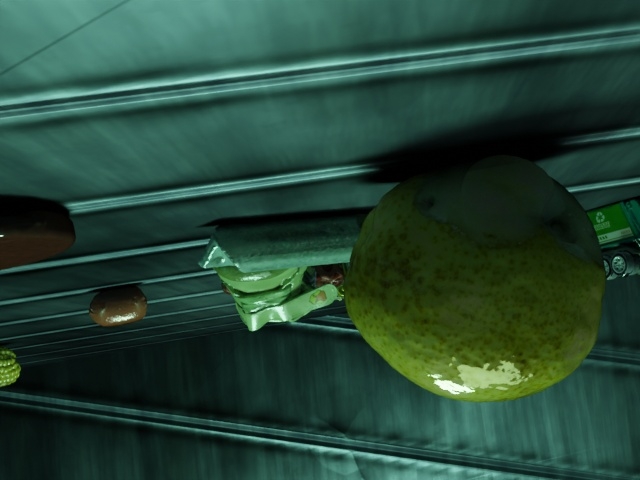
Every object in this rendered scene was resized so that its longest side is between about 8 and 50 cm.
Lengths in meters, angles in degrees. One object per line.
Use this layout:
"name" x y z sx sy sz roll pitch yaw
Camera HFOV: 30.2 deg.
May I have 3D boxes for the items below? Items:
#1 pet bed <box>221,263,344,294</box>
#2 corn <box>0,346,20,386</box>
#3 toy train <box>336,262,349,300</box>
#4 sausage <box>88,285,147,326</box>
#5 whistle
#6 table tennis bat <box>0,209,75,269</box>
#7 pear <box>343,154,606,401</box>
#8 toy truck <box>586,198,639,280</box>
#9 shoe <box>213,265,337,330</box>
"pet bed" -0.062 0.057 1.884 0.201 0.054 0.201 -4 174 0
"corn" -0.803 0.288 2.636 0.310 0.102 0.101 -1 170 -37
"toy train" -0.036 0.082 2.038 0.202 0.081 0.060 -14 176 -21
"sausage" -0.321 0.102 1.883 0.094 0.059 0.054 -9 130 -1
"whistle" 0.000 0.000 1.443 0.312 0.062 0.062 -5 172 -31
"table tennis bat" -0.355 0.007 1.056 0.268 0.051 0.414 -9 175 -11
"pear" 0.155 0.041 1.220 0.271 0.271 0.271 -9 173 -1
"toy truck" 0.471 0.007 1.909 0.114 0.124 0.253 -4 174 -34
"shoe" -0.060 0.050 1.616 0.140 0.128 0.262 -23 176 0
